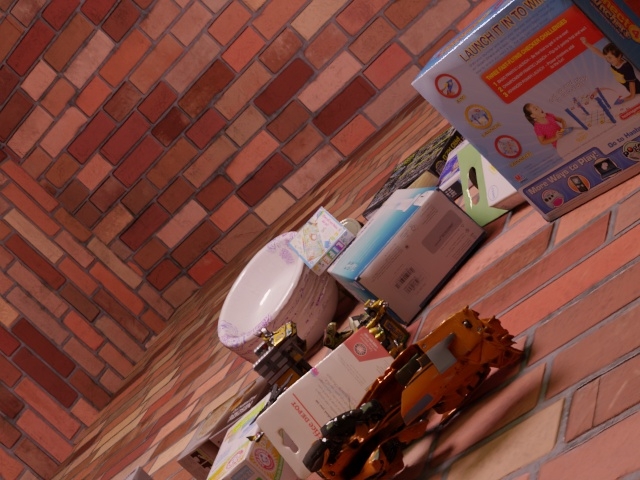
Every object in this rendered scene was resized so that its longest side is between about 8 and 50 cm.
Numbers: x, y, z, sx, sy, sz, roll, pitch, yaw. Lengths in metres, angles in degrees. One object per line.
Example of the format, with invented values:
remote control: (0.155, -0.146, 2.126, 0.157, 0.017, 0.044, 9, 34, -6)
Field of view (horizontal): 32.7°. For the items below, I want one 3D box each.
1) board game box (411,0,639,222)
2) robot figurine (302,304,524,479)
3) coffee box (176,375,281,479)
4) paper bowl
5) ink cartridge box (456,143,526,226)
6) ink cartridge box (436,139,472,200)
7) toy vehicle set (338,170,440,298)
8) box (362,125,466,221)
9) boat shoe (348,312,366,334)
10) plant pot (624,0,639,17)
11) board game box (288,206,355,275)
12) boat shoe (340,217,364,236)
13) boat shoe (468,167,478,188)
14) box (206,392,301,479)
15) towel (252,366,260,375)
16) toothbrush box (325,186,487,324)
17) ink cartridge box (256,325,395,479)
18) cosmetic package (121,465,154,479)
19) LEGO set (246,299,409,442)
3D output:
board game box: (0.334, -0.208, 1.532, 0.308, 0.302, 0.086, -34, 15, 52)
robot figurine: (0.108, 0.201, 1.327, 0.291, 0.085, 0.211, -45, -23, 11)
coffee box: (-0.128, 0.331, 1.932, 0.246, 0.098, 0.141, -39, 12, 41)
paper bowl: (-0.074, 0.133, 2.279, 0.284, 0.148, 0.284, -42, 27, 27)
ink cartridge box: (0.298, -0.130, 1.872, 0.235, 0.056, 0.171, -33, 56, 51)
ink cartridge box: (0.331, -0.183, 2.267, 0.206, 0.045, 0.208, -41, 12, 34)
toy vehicle set: (0.142, -0.011, 2.264, 0.267, 0.035, 0.166, -56, 4, -23)
box: (0.236, -0.155, 2.546, 0.270, 0.060, 0.216, -35, 13, 49)
boat shoe: (0.077, 0.156, 1.961, 0.042, 0.049, 0.133, -19, -2, -8)
plant pot: (0.472, -0.385, 1.801, 0.272, 0.265, 0.272, -44, 9, 9)
board game box: (0.000, 0.000, 2.124, 0.103, 0.026, 0.154, -48, 26, 2)
boat shoe: (0.029, 0.048, 2.564, 0.228, 0.081, 0.068, -52, -17, 10)
boat shoe: (0.336, -0.125, 1.969, 0.072, 0.068, 0.190, -35, 17, -16)
box: (-0.095, 0.349, 1.691, 0.114, 0.103, 0.203, -43, 9, 22)
towel: (-0.067, 0.129, 2.487, 0.243, 0.040, 0.336, -41, 30, 25)
toothbrush box: (0.144, 0.022, 1.962, 0.216, 0.126, 0.295, -48, 9, -6)
ink cartridge box: (0.024, 0.227, 1.480, 0.198, 0.115, 0.067, -39, -25, -6)
cosmetic package: (-0.206, 0.427, 1.419, 0.127, 0.238, 0.107, -45, 9, 12)
LEGO set: (0.009, 0.179, 1.673, 0.255, 0.192, 0.331, -44, 9, 14)
